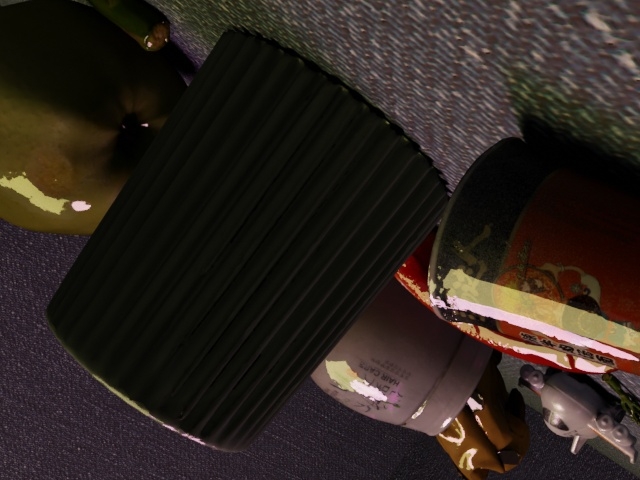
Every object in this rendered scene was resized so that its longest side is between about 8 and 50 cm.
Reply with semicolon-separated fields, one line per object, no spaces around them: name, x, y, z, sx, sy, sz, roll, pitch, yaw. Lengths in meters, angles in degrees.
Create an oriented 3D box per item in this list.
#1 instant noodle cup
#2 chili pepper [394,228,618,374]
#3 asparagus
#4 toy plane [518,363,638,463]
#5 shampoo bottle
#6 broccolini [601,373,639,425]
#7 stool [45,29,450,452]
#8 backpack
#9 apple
instant noodle cup;0.152;0.016;0.406;0.136;0.127;0.127;24;170;35
chili pepper;0.197;0.058;0.863;0.368;0.092;0.137;31;147;20
asparagus;-0.259;-0.292;0.842;0.178;0.041;0.045;37;168;11
toy plane;0.461;0.313;1.261;0.245;0.117;0.244;37;178;2
shampoo bottle;0.124;0.153;1.112;0.266;0.273;0.273;30;176;4
broccolini;0.460;0.238;1.040;0.140;0.030;0.035;44;165;-32
stool;-0.080;0.009;0.720;0.297;0.330;0.297;37;176;3
backpack;0.277;0.274;1.402;0.353;0.201;0.378;58;-170;-25
apple;-0.354;-0.168;1.005;0.357;0.357;0.357;36;176;3
